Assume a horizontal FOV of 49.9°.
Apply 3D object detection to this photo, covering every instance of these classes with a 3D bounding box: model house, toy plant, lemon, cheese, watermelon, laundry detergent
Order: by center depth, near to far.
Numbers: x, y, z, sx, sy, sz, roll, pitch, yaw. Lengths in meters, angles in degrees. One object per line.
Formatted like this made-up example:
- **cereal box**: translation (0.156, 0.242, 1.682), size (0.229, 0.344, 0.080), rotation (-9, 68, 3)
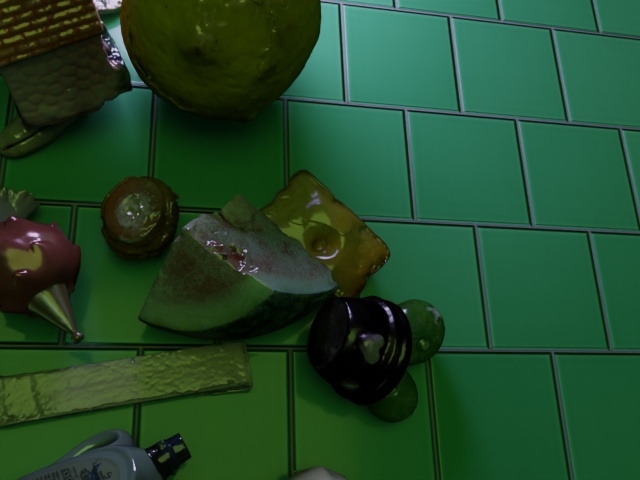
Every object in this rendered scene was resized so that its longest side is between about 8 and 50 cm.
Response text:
- **laundry detergent**: translation (-0.321, 0.356, 0.969), size (0.280, 0.215, 0.105), rotation (-32, 122, -22)
- **cheese**: translation (-0.310, 0.225, 1.095), size (0.400, 0.034, 0.085), rotation (-5, 71, -15)
- **watermelon**: translation (-0.140, 0.057, 1.111), size (0.310, 0.193, 0.232), rotation (-3, 105, 16)
- **model house**: translation (-0.457, -0.365, 1.139), size (0.202, 0.237, 0.237), rotation (-21, 54, -12)
- **toy plant**: translation (0.100, 0.182, 1.146), size (0.235, 0.175, 0.218), rotation (28, 70, -32)
- **lemon**: translation (-0.168, -0.393, 1.205), size (0.349, 0.350, 0.387), rotation (19, 37, -5)

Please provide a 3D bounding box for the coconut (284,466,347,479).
- **coconut**: translation (-0.028, 0.428, 1.015), size (0.182, 0.171, 0.171), rotation (-15, 73, -20)

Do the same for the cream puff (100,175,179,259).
- **cream puff**: translation (-0.301, -0.034, 1.158), size (0.126, 0.103, 0.144), rotation (14, 66, 7)

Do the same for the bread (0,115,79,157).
- **bread**: translation (-0.478, -0.224, 1.217), size (0.073, 0.053, 0.214), rotation (42, 65, 1)

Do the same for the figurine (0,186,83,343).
- **figurine**: translation (-0.486, 0.023, 1.072), size (0.387, 0.166, 0.207), rotation (39, 29, 10)

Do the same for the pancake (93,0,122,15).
- **pancake**: translation (-0.474, -0.542, 1.349), size (0.253, 0.037, 0.254), rotation (5, 68, -11)

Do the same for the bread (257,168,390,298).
- **bread**: translation (0.000, 0.000, 1.221), size (0.233, 0.088, 0.161), rotation (42, 70, 7)
